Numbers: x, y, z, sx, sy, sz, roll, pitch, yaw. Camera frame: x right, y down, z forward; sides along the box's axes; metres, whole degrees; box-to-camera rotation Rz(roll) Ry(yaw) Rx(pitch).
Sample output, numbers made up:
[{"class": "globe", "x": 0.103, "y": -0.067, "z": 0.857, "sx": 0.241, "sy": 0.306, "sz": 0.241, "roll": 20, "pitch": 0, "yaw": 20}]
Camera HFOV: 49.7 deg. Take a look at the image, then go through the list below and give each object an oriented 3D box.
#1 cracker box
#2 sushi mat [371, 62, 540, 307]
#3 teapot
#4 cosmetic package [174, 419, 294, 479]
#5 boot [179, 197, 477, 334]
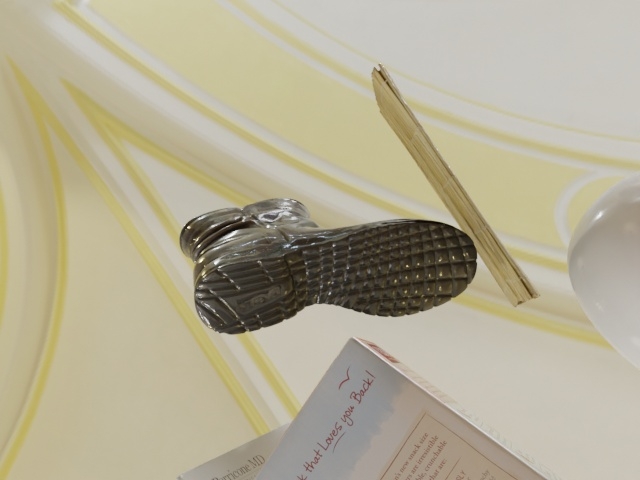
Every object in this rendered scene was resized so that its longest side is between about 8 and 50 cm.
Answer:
[{"class": "cracker box", "x": 0.070, "y": 0.180, "z": 0.359, "sx": 0.232, "sy": 0.067, "sz": 0.156, "roll": 35, "pitch": -90, "yaw": 18}, {"class": "sushi mat", "x": 0.154, "y": -0.059, "z": 0.820, "sx": 0.019, "sy": 0.151, "sz": 0.317, "roll": -33, "pitch": -100, "yaw": 4}, {"class": "teapot", "x": 0.372, "y": 0.014, "z": 0.633, "sx": 0.256, "sy": 0.187, "sz": 0.252, "roll": 43, "pitch": -136, "yaw": 16}, {"class": "cosmetic package", "x": 0.028, "y": 0.328, "z": 0.733, "sx": 0.284, "sy": 0.377, "sz": 0.097, "roll": 48, "pitch": -70, "yaw": 19}, {"class": "boot", "x": 0.000, "y": 0.000, "z": 0.848, "sx": 0.338, "sy": 0.118, "sz": 0.223, "roll": -3, "pitch": -157, "yaw": -12}]
